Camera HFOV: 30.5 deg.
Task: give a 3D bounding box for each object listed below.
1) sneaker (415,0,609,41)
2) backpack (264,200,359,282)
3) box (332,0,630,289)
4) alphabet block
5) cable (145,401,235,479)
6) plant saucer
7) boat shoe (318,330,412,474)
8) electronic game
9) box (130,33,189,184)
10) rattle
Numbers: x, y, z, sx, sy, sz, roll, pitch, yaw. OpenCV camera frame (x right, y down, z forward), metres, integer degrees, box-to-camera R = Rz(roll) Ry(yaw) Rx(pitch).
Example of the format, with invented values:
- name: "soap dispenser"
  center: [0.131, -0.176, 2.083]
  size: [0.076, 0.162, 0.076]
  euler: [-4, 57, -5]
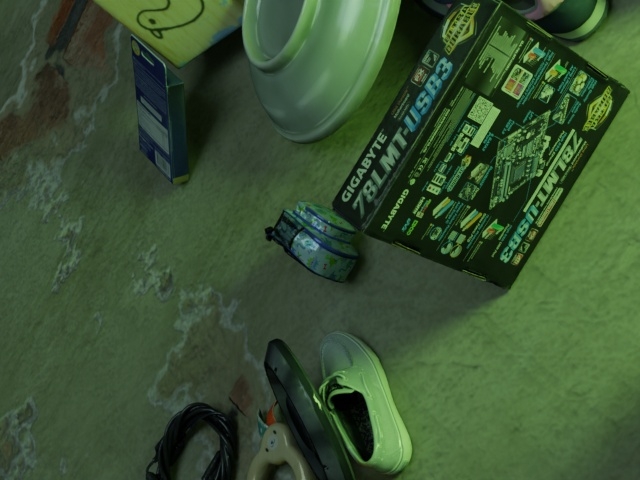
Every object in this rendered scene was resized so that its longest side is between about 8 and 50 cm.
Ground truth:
- name: "sneaker"
  center: [0.220, -0.345, 1.545]
  size: [0.319, 0.131, 0.112]
  euler: [18, 90, 46]
- name: "backpack"
  center: [0.000, 0.000, 1.656]
  size: [0.114, 0.105, 0.084]
  euler: [45, 109, 37]
- name: "box"
  center: [0.196, -0.108, 1.373]
  size: [0.073, 0.293, 0.295]
  euler: [40, 105, 42]
- name: "alphabet block"
  center: [-0.230, -0.440, 1.926]
  size: [0.192, 0.197, 0.193]
  euler: [-29, 39, 34]
- name: "cable"
  center: [-0.191, 0.333, 1.764]
  size: [0.184, 0.047, 0.150]
  euler: [-49, 49, 20]
- name: "plant saucer"
  center: [-0.026, -0.346, 1.726]
  size: [0.400, 0.101, 0.400]
  euler: [-25, 61, 57]
- name: "boat shoe"
  center: [0.044, 0.207, 1.558]
  size: [0.079, 0.081, 0.227]
  euler: [-46, 50, 23]
- name: "electronic game"
  center: [-0.012, 0.232, 1.528]
  size: [0.048, 0.229, 0.229]
  euler: [-26, 49, -11]
- name: "box"
  center: [-0.266, -0.221, 1.948]
  size: [0.136, 0.037, 0.225]
  euler: [44, 145, 43]
- name: "rattle"
  center: [-0.091, 0.304, 1.619]
  size: [0.130, 0.143, 0.199]
  euler: [-34, 59, 53]
